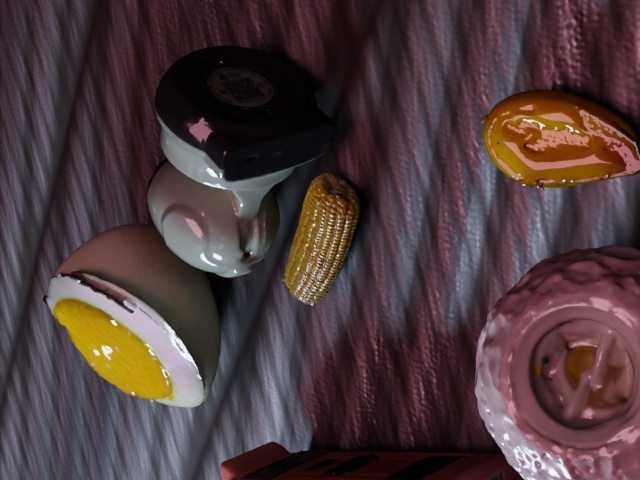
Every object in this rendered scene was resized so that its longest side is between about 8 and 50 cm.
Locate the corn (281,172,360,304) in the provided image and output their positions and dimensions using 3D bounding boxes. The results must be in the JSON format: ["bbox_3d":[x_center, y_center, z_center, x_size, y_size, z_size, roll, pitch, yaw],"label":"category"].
[{"bbox_3d":[0.000,0.000,1.498,0.085,0.063,0.165,39,128,24],"label":"corn"}]

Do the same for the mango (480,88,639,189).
[{"bbox_3d":[0.244,-0.103,1.231,0.188,0.066,0.101,11,104,35],"label":"mango"}]

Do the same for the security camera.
[{"bbox_3d":[-0.121,-0.084,1.508,0.191,0.197,0.277,46,139,32],"label":"security camera"}]

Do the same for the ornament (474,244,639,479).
[{"bbox_3d":[0.278,0.132,1.162,0.259,0.225,0.259,-5,79,27],"label":"ornament"}]

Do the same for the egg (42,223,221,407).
[{"bbox_3d":[-0.233,0.098,1.691,0.264,0.174,0.286,9,137,38],"label":"egg"}]

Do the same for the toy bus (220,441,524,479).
[{"bbox_3d":[0.054,0.375,1.488,0.427,0.203,0.233,-9,94,44],"label":"toy bus"}]
